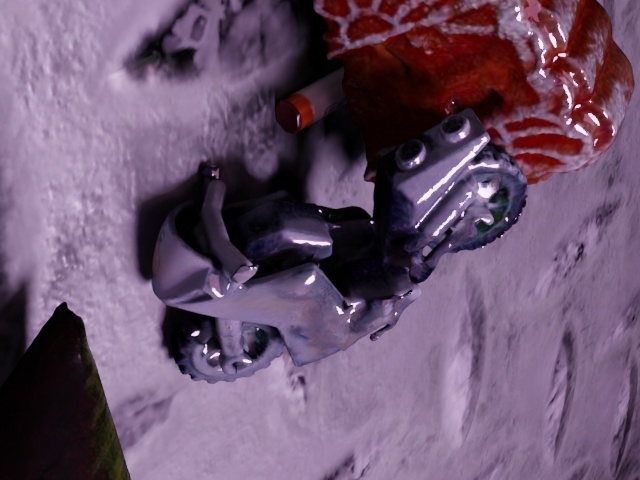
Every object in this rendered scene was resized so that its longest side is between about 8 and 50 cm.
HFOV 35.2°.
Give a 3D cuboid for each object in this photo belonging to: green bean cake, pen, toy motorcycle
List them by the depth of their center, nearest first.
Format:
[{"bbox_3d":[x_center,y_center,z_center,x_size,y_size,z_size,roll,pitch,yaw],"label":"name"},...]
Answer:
[{"bbox_3d":[0.000,0.000,0.664,0.270,0.106,0.159,-32,134,10],"label":"toy motorcycle"},{"bbox_3d":[0.087,-0.134,0.687,0.232,0.199,0.097,57,43,-30],"label":"green bean cake"},{"bbox_3d":[0.053,-0.139,0.775,0.239,0.028,0.028,-36,135,-38],"label":"pen"}]

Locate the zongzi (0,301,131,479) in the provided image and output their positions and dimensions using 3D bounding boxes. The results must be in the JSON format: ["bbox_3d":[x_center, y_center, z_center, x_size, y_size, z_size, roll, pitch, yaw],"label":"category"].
[{"bbox_3d":[-0.180,0.239,0.528,0.383,0.319,0.362,-39,130,-62],"label":"zongzi"}]
